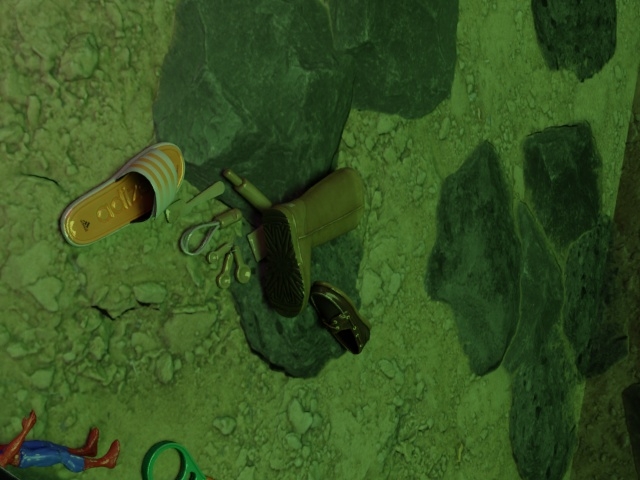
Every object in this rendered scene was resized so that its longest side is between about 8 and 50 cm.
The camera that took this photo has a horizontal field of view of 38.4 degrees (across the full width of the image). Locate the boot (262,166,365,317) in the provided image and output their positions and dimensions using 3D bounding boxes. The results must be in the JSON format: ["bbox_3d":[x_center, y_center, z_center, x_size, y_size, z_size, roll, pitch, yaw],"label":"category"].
[{"bbox_3d":[0.000,0.000,1.816,0.269,0.089,0.236,-30,124,-52],"label":"boot"}]

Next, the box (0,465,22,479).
[{"bbox_3d":[-0.478,0.510,1.154,0.343,0.178,0.313,-44,150,-43],"label":"box"}]

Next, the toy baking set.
[{"bbox_3d":[-0.167,-0.026,1.679,0.256,0.030,0.197,48,59,-38],"label":"toy baking set"}]

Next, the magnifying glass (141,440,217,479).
[{"bbox_3d":[-0.228,0.427,1.645,0.231,0.026,0.092,39,64,-43],"label":"magnifying glass"}]

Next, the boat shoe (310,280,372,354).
[{"bbox_3d":[0.041,0.162,1.889,0.207,0.073,0.073,47,57,-39],"label":"boat shoe"}]

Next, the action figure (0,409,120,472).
[{"bbox_3d":[-0.431,0.283,1.364,0.280,0.091,0.139,4,96,-49],"label":"action figure"}]

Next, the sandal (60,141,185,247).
[{"bbox_3d":[-0.299,-0.068,1.496,0.265,0.076,0.102,-43,123,-38],"label":"sandal"}]
